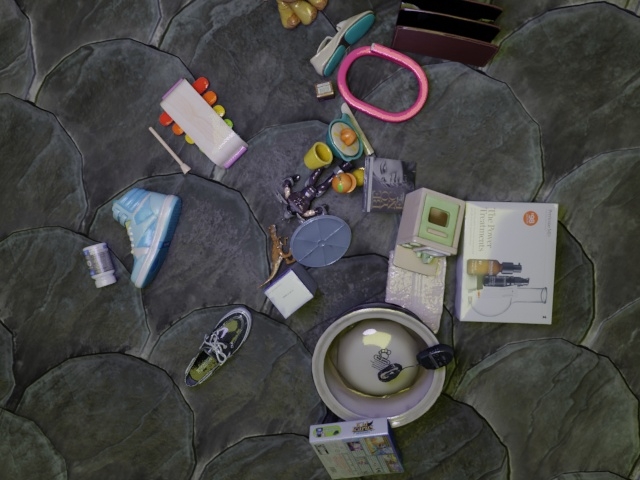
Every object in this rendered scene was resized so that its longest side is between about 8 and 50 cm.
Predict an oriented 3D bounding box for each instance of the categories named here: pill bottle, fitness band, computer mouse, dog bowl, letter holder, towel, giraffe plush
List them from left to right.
[{"bbox_3d":[-0.726,0.082,1.817,0.078,0.078,0.137,-16,93,5],"label":"pill bottle"},{"bbox_3d":[-0.091,-0.769,1.667,0.210,0.170,0.181,44,96,0],"label":"giraffe plush"},{"bbox_3d":[0.179,0.372,1.720,0.407,0.150,0.409,1,105,5],"label":"dog bowl"},{"bbox_3d":[0.195,-0.492,1.730,0.290,0.054,0.209,24,96,3],"label":"fitness band"},{"bbox_3d":[0.300,0.174,1.776,0.187,0.049,0.283,4,94,2],"label":"towel"},{"bbox_3d":[0.277,0.358,1.615,0.242,0.041,0.071,-22,122,15],"label":"computer mouse"},{"bbox_3d":[0.376,-0.640,1.626,0.301,0.214,0.152,13,95,3],"label":"letter holder"}]

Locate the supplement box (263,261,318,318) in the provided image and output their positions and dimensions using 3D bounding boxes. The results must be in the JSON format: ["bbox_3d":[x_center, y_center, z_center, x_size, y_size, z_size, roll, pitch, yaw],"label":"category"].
[{"bbox_3d":[-0.088,0.148,1.712,0.111,0.220,0.114,-39,92,6],"label":"supplement box"}]

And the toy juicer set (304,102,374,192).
[{"bbox_3d":[0.097,-0.276,1.661,0.209,0.329,0.089,45,137,-15],"label":"toy juicer set"}]

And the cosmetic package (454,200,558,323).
[{"bbox_3d":[0.579,0.066,1.729,0.284,0.097,0.378,1,94,1],"label":"cosmetic package"}]

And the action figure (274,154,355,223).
[{"bbox_3d":[-0.022,-0.163,1.751,0.185,0.099,0.285,44,99,-8],"label":"action figure"}]

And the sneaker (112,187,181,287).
[{"bbox_3d":[-0.596,-0.021,1.781,0.208,0.127,0.319,20,86,0],"label":"sneaker"}]

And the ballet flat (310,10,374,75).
[{"bbox_3d":[0.061,-0.629,1.720,0.086,0.086,0.248,42,96,0],"label":"ballet flat"}]

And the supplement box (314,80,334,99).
[{"bbox_3d":[0.014,-0.468,1.727,0.054,0.083,0.043,-12,93,4],"label":"supplement box"}]

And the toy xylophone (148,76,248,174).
[{"bbox_3d":[-0.400,-0.360,1.762,0.236,0.081,0.323,-35,92,5],"label":"toy xylophone"}]

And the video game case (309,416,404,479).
[{"bbox_3d":[0.119,0.657,1.731,0.244,0.061,0.270,-10,132,13],"label":"video game case"}]

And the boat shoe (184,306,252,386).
[{"bbox_3d":[-0.340,0.351,1.800,0.113,0.105,0.306,44,96,-1],"label":"boat shoe"}]

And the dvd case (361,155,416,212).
[{"bbox_3d":[0.214,-0.167,1.697,0.221,0.018,0.165,-1,96,-40],"label":"dvd case"}]

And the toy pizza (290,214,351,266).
[{"bbox_3d":[0.000,0.000,1.751,0.201,0.032,0.201,-9,128,-12],"label":"toy pizza"}]

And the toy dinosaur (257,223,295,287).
[{"bbox_3d":[-0.138,0.055,1.797,0.112,0.064,0.212,2,85,21],"label":"toy dinosaur"}]

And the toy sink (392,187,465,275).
[{"bbox_3d":[0.330,-0.021,1.675,0.152,0.131,0.234,17,80,-14],"label":"toy sink"}]
